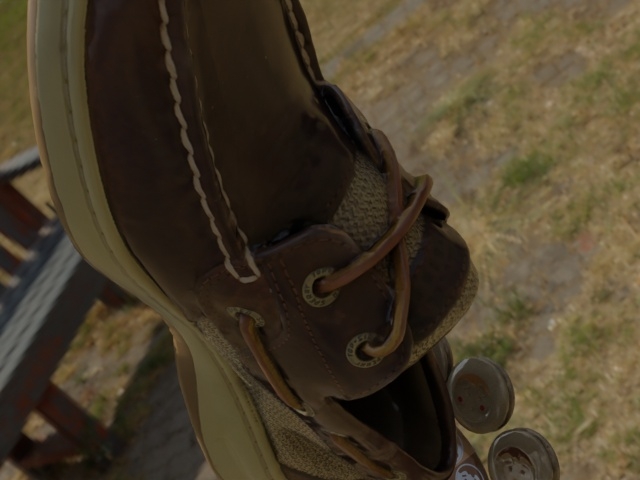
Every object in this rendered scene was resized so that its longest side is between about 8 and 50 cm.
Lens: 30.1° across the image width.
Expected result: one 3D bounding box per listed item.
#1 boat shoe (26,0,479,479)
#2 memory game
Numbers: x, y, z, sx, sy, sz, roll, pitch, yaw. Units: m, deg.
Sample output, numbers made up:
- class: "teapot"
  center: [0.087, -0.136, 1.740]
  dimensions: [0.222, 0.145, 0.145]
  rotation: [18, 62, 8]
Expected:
- class: "boat shoe"
  center: [0.000, 0.000, 0.442]
  dimensions: [0.123, 0.342, 0.123]
  rotation: [10, 52, 18]
- class: "memory game"
  center: [0.046, 0.131, 0.594]
  dimensions: [0.186, 0.012, 0.186]
  rotation: [7, 99, 46]
